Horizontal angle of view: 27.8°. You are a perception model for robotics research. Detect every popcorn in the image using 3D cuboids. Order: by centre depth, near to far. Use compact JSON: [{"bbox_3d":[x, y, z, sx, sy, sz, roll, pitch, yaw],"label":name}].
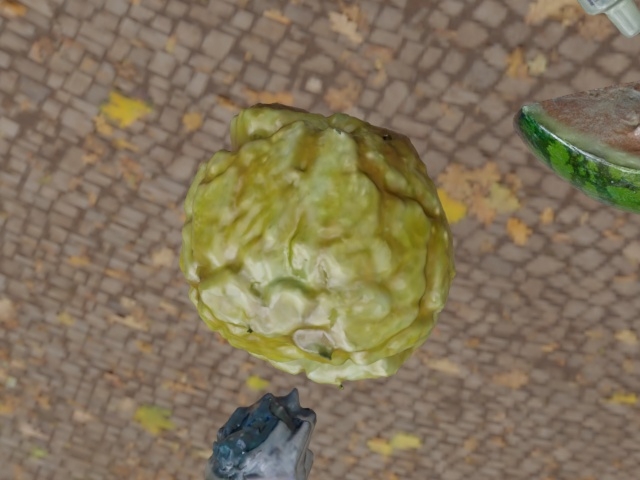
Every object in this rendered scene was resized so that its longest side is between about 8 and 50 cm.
[{"bbox_3d":[0.003,0.008,1.273,0.282,0.247,0.282,28,160,11],"label":"popcorn"}]

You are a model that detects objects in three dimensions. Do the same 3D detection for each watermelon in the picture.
[{"bbox_3d":[0.256,-0.089,1.235,0.146,0.128,0.231,3,179,10],"label":"watermelon"}]

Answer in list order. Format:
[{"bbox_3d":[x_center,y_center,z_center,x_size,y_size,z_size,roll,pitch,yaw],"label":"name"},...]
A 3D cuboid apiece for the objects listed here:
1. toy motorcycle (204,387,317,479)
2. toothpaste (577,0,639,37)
[{"bbox_3d":[-0.032,0.176,0.645,0.108,0.204,0.239,20,172,24],"label":"toy motorcycle"},{"bbox_3d":[0.223,-0.370,1.367,0.098,0.061,0.392,-28,107,42],"label":"toothpaste"}]
